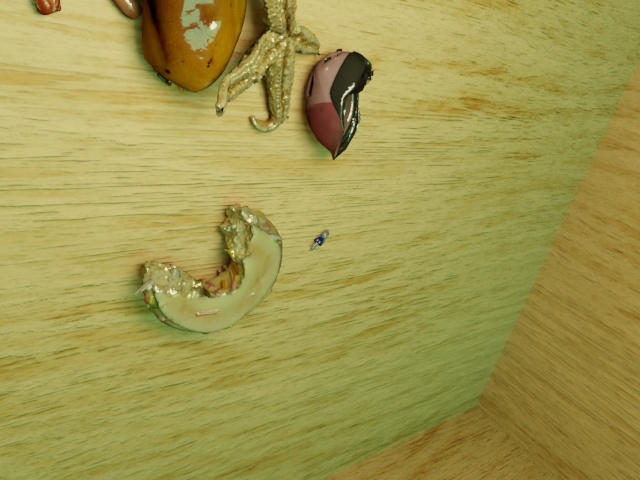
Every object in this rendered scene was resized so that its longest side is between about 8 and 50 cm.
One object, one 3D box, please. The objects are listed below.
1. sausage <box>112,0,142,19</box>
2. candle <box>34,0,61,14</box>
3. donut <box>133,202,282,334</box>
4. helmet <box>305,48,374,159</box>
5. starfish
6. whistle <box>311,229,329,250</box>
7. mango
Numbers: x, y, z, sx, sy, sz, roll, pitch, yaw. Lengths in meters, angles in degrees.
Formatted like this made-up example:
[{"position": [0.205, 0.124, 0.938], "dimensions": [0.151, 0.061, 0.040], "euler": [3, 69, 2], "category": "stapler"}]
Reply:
[{"position": [-0.392, -0.471, 0.831], "dimensions": [0.177, 0.041, 0.047], "euler": [44, 48, -46], "category": "sausage"}, {"position": [-0.467, -0.534, 0.733], "dimensions": [0.051, 0.048, 0.329], "euler": [-8, 125, -15], "category": "candle"}, {"position": [-0.267, 0.086, 1.227], "dimensions": [0.371, 0.150, 0.307], "euler": [-37, 135, -12], "category": "donut"}, {"position": [0.033, -0.349, 1.168], "dimensions": [0.253, 0.154, 0.198], "euler": [-63, 176, 28], "category": "helmet"}, {"position": [-0.116, -0.387, 0.973], "dimensions": [0.323, 0.083, 0.432], "euler": [-59, 171, 5], "category": "starfish"}, {"position": [0.000, 0.000, 1.463], "dimensions": [0.083, 0.029, 0.033], "euler": [-47, 152, -12], "category": "whistle"}, {"position": [-0.243, -0.426, 0.893], "dimensions": [0.201, 0.152, 0.287], "euler": [1, 124, -26], "category": "mango"}]
